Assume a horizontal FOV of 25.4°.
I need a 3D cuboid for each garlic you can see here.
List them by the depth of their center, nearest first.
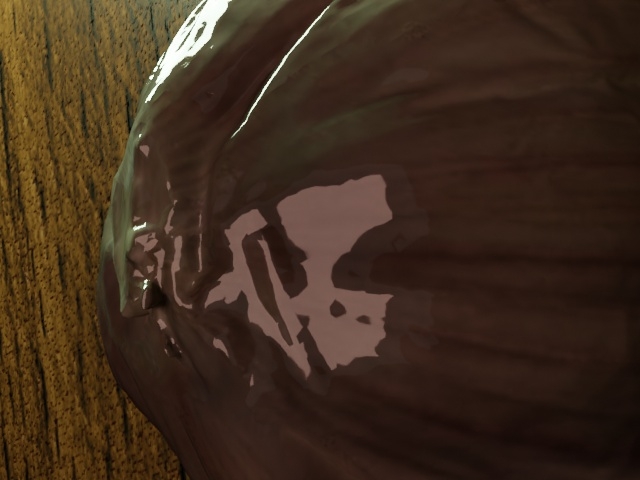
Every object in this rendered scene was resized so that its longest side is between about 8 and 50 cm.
[{"bbox_3d":[0.036,0.006,0.609,0.317,0.259,0.317,-14,73,57],"label":"garlic"}]
